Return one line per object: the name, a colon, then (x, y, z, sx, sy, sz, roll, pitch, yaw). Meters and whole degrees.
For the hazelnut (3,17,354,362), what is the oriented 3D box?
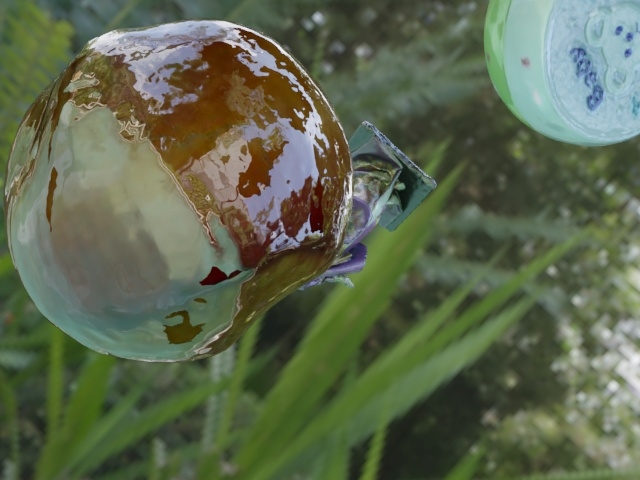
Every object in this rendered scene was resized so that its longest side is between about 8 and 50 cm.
hazelnut: (-0.104, -0.030, 1.202, 0.217, 0.217, 0.251, 48, -38, -17)

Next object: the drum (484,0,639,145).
drum: (0.194, -0.134, 0.970, 0.049, 0.253, 0.130, 27, -42, 53)

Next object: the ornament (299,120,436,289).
ornament: (0.005, -0.006, 1.480, 0.088, 0.203, 0.081, 43, -46, 4)
